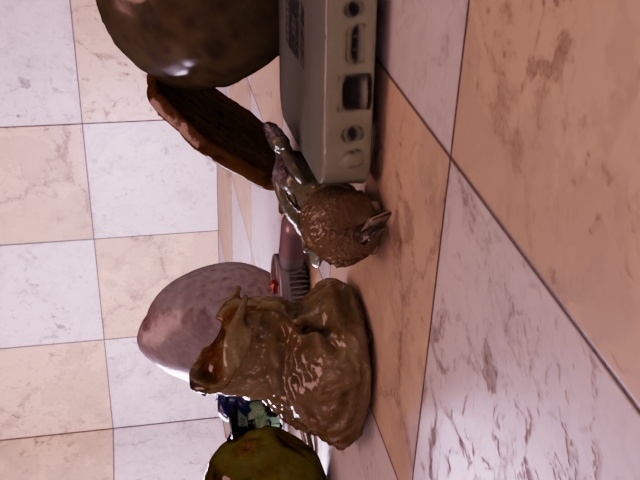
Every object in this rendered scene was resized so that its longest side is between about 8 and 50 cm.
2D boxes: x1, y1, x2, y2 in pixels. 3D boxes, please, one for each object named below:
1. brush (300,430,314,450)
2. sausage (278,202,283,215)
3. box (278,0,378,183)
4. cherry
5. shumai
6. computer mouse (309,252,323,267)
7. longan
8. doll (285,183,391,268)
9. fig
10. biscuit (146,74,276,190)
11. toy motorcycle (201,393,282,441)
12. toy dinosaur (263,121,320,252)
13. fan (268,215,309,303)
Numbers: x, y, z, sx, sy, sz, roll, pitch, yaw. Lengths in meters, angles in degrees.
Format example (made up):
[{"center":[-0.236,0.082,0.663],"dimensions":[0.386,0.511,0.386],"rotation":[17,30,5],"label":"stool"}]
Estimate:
[{"center":[-0.039,0.321,1.897],"dimensions":[0.043,0.036,0.248],"rotation":[106,151,-71],"label":"brush"},{"center":[-0.085,-0.100,2.012],"dimensions":[0.015,0.015,0.100],"rotation":[-116,24,-62],"label":"sausage"},{"center":[0.007,-0.299,1.285],"dimensions":[0.373,0.090,0.367],"rotation":[-117,24,-62],"label":"box"},{"center":[-0.217,0.193,2.063],"dimensions":[0.326,0.335,0.291],"rotation":[-48,26,43],"label":"cherry"},{"center":[-0.072,0.208,1.430],"dimensions":[0.314,0.262,0.267],"rotation":[99,164,-54],"label":"shumai"},{"center":[0.000,0.000,1.558],"dimensions":[0.056,0.032,0.110],"rotation":[123,147,-45],"label":"computer mouse"},{"center":[-0.195,-0.450,1.573],"dimensions":[0.391,0.391,0.391],"rotation":[176,90,-79],"label":"longan"},{"center":[0.030,-0.018,1.239],"dimensions":[0.221,0.115,0.105],"rotation":[-139,55,-65],"label":"doll"},{"center":[-0.093,0.489,1.744],"dimensions":[0.271,0.239,0.239],"rotation":[64,179,-26],"label":"fig"},{"center":[-0.177,-0.206,1.724],"dimensions":[0.046,0.359,0.359],"rotation":[-50,29,18],"label":"biscuit"},{"center":[-0.193,0.414,2.286],"dimensions":[0.331,0.196,0.125],"rotation":[-103,15,-45],"label":"toy motorcycle"},{"center":[-0.030,-0.088,1.446],"dimensions":[0.294,0.077,0.162],"rotation":[97,148,-72],"label":"toy dinosaur"},{"center":[-0.060,0.046,1.786],"dimensions":[0.130,0.074,0.244],"rotation":[-105,16,-47],"label":"fan"}]
